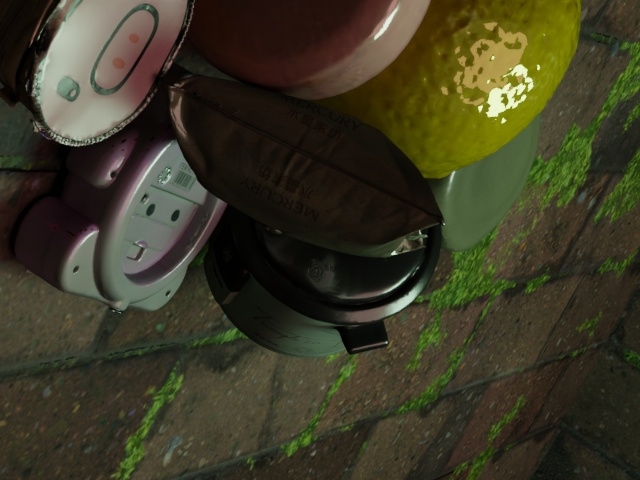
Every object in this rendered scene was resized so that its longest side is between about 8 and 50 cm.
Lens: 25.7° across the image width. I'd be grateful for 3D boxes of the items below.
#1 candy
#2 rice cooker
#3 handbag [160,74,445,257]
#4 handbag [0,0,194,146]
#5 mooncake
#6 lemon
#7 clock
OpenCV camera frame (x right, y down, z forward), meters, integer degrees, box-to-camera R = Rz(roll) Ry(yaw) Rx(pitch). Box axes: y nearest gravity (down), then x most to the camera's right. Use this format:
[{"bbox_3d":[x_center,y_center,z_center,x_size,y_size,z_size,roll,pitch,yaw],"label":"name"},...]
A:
[{"bbox_3d":[-0.016,-0.257,1.261,0.255,0.255,0.094,-59,155,7],"label":"candy"},{"bbox_3d":[0.000,0.000,1.564,0.241,0.280,0.227,-9,162,-22],"label":"rice cooker"},{"bbox_3d":[-0.017,-0.061,1.264,0.117,0.270,0.182,-64,177,-7],"label":"handbag"},{"bbox_3d":[-0.195,-0.190,1.157,0.205,0.116,0.179,-55,155,2],"label":"handbag"},{"bbox_3d":[0.196,-0.124,1.946,0.275,0.135,0.275,-40,148,-32],"label":"mooncake"},{"bbox_3d":[0.107,-0.226,1.437,0.336,0.336,0.336,-42,152,-28],"label":"lemon"},{"bbox_3d":[-0.172,-0.051,1.410,0.248,0.090,0.227,-59,156,3],"label":"clock"}]
